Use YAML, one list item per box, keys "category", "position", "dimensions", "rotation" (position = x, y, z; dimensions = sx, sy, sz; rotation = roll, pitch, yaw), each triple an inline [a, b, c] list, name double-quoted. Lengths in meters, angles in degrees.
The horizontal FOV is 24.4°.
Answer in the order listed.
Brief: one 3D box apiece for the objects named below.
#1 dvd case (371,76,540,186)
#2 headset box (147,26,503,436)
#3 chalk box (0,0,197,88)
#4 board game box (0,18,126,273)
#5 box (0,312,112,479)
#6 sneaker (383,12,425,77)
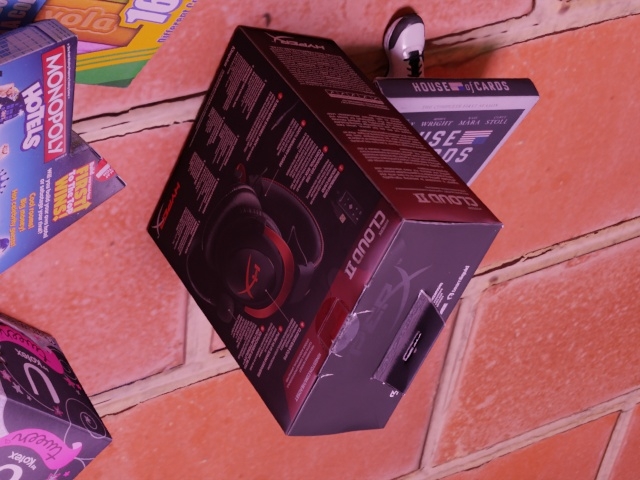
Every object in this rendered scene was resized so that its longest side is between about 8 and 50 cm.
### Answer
- category: "dvd case"
  position: [0.071, -0.062, 1.359]
  dimensions: [0.179, 0.030, 0.239]
  rotation: [-5, 147, -35]
- category: "headset box"
  position: [0.000, 0.000, 1.196]
  dimensions: [0.110, 0.293, 0.218]
  rotation: [2, 126, -39]
- category: "chalk box"
  position: [-0.216, -0.218, 0.861]
  dimensions: [0.289, 0.180, 0.179]
  rotation: [3, 148, -38]
- category: "board game box"
  position: [-0.206, -0.047, 0.895]
  dimensions: [0.194, 0.060, 0.194]
  rotation: [-30, 149, -35]
- category: "box"
  position: [-0.320, 0.137, 1.202]
  dimensions: [0.163, 0.142, 0.247]
  rotation: [-45, 142, 9]
- category: "sneaker"
  position: [0.079, -0.151, 1.311]
  dimensions: [0.040, 0.044, 0.109]
  rotation: [-17, 136, -22]
